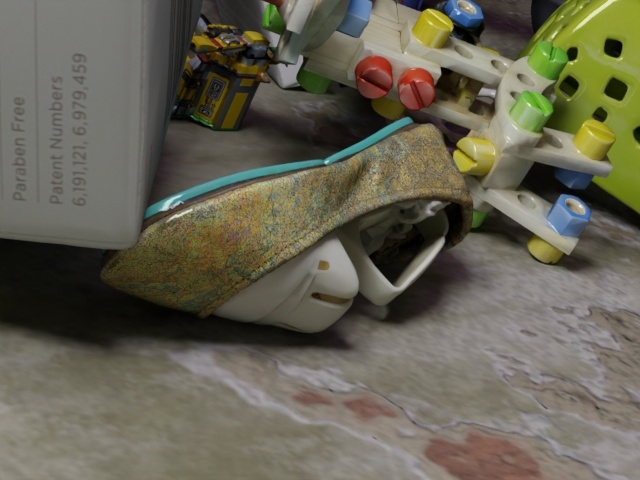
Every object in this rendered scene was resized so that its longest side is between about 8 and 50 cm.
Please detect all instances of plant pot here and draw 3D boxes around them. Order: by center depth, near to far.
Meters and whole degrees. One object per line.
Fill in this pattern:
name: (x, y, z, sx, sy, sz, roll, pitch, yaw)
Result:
plant pot: (0.311, -0.157, 1.521, 0.228, 0.207, 0.227, 33, 23, -1)

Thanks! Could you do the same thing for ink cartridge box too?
ink cartridge box: (-0.066, -0.272, 1.562, 0.056, 0.224, 0.181, -20, 34, -13)

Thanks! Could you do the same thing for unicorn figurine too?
unicorn figurine: (0.115, -0.117, 1.537, 0.111, 0.060, 0.162, 34, 24, 25)

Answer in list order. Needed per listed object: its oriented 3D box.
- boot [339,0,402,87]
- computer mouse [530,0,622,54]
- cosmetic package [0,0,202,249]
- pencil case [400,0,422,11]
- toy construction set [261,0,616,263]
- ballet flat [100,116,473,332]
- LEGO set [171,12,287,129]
boot: (0.048, -0.229, 1.569, 0.083, 0.161, 0.246, -18, 0, 16)
computer mouse: (0.329, -0.218, 1.944, 0.272, 0.072, 0.188, 10, 22, -47)
cosmetic package: (-0.272, -0.226, 1.000, 0.394, 0.327, 0.329, 5, 32, -1)
pencil case: (-0.029, -0.318, 1.815, 0.306, 0.133, 0.119, 28, -9, 21)
toy construction set: (0.072, -0.127, 1.347, 0.328, 0.151, 0.215, 31, 32, -25)
ballet flat: (0.000, 0.000, 1.123, 0.123, 0.123, 0.348, 28, 26, 23)
LEGO set: (-0.174, -0.228, 1.348, 0.331, 0.192, 0.255, 6, 37, -32)
